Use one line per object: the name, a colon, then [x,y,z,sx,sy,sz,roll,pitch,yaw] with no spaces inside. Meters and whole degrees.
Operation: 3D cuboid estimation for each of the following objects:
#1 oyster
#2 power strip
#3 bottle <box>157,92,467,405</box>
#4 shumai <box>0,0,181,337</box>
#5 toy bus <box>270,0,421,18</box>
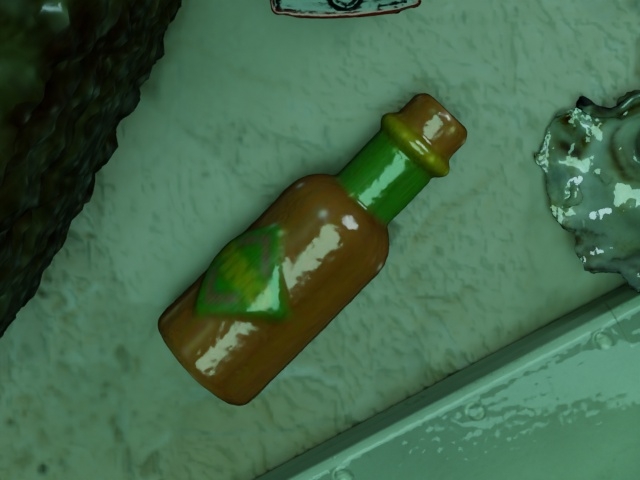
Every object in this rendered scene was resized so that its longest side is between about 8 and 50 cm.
oyster: [0.198,-0.035,0.840,0.165,0.053,0.108,-20,69,21]
power strip: [0.083,0.127,0.881,0.367,0.043,0.106,-28,99,6]
bottle: [0.000,0.000,0.847,0.069,0.069,0.187,43,96,-7]
shumai: [-0.228,-0.142,0.680,0.348,0.395,0.395,29,99,-6]
toy bus: [0.008,-0.207,0.797,0.081,0.089,0.195,-3,101,1]
